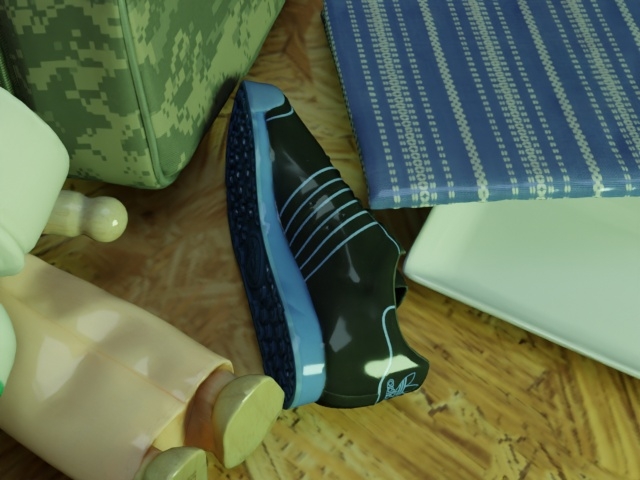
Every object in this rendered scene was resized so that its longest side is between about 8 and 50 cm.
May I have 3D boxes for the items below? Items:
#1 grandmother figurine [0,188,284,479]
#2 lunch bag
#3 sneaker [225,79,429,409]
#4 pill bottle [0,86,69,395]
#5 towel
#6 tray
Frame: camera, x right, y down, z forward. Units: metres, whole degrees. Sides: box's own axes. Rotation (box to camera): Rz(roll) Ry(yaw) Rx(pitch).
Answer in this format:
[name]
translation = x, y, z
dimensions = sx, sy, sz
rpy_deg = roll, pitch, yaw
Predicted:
[grandmother figurine]
translation = -0.200, 0.040, 0.832
dimensions = 0.342, 0.104, 0.208
rpy_deg = 33, 46, 18
[lunch bag]
translation = -0.175, -0.196, 0.945
dimensions = 0.256, 0.212, 0.305
rpy_deg = 9, 51, 18
[sneaker]
translation = 0.000, 0.000, 0.905
dimensions = 0.090, 0.081, 0.232
rpy_deg = -1, 58, -20
[pill bottle]
translation = -0.264, 0.086, 0.658
dimensions = 0.204, 0.204, 0.361
rpy_deg = 21, 74, 6
[towel]
translation = 0.178, -0.101, 0.996
dimensions = 0.336, 0.040, 0.243
rpy_deg = -2, 41, -9
[tray]
translation = 0.197, 0.029, 0.939
dimensions = 0.270, 0.030, 0.145
rpy_deg = 24, 54, 9
